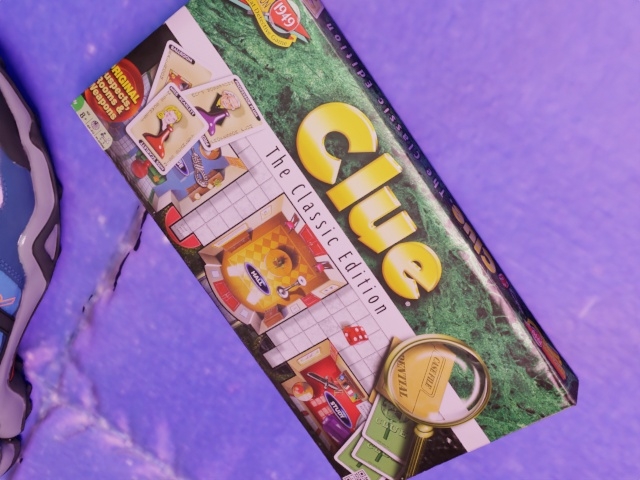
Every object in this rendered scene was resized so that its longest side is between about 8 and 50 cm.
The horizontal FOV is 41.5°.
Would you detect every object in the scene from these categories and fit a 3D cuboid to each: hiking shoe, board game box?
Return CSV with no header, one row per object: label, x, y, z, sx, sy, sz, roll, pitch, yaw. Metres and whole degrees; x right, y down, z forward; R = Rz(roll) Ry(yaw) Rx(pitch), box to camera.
hiking shoe,-0.218,0.036,0.451,0.113,0.132,0.304,13,113,14
board game box,0.000,0.000,0.422,0.136,0.030,0.260,-33,96,24
